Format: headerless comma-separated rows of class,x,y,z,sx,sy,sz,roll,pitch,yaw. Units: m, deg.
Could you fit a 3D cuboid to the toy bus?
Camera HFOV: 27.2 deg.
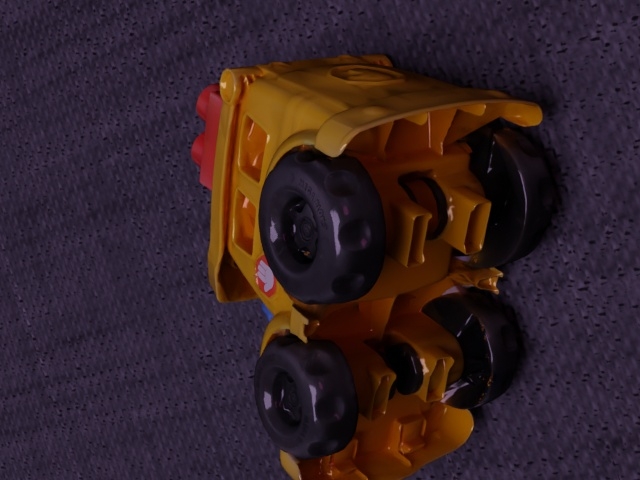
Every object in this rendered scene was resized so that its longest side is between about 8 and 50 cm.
toy bus,0.000,0.000,0.746,0.211,0.149,0.220,31,124,44
